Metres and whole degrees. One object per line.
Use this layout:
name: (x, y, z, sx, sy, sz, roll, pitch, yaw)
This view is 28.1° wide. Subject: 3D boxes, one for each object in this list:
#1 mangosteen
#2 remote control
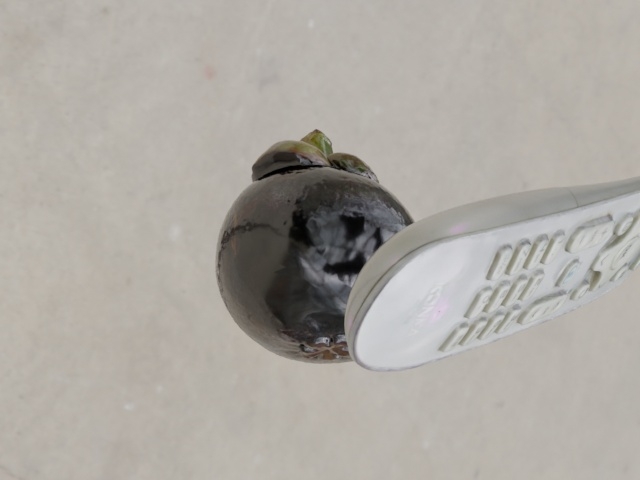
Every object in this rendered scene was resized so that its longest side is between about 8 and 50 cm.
mangosteen: (0.000, 0.000, 0.785, 0.137, 0.137, 0.151, 48, 36, -53)
remote control: (0.088, 0.004, 0.547, 0.229, 0.044, 0.073, -15, 138, -47)
